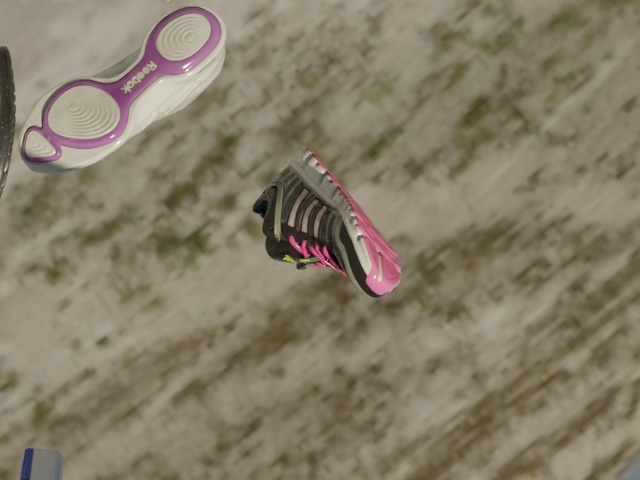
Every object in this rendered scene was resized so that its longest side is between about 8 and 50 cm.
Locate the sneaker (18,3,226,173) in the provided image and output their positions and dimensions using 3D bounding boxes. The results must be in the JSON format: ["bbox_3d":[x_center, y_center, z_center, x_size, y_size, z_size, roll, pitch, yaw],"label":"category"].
[{"bbox_3d":[-0.240,-0.171,2.029,0.305,0.114,0.152,-34,166,-7],"label":"sneaker"}]

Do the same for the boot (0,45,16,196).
[{"bbox_3d":[-0.471,-0.076,1.821,0.222,0.338,0.118,8,167,-13],"label":"boot"}]

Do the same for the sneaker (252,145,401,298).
[{"bbox_3d":[0.000,0.000,1.172,0.075,0.170,0.063,-40,131,4],"label":"sneaker"}]

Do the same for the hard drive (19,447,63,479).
[{"bbox_3d":[-0.277,0.378,1.480,0.040,0.319,0.210,6,154,-7],"label":"hard drive"}]
